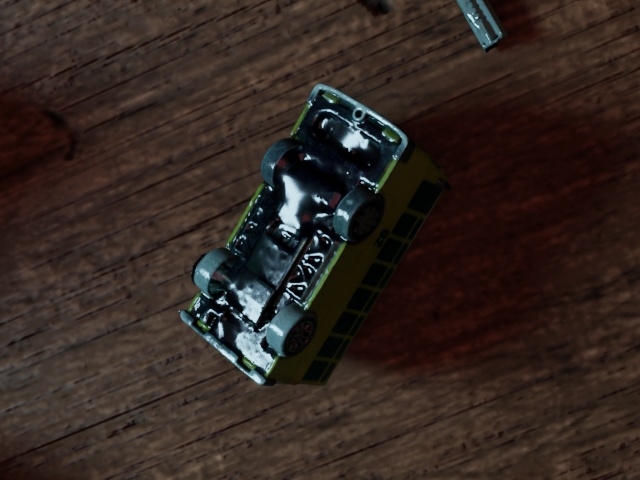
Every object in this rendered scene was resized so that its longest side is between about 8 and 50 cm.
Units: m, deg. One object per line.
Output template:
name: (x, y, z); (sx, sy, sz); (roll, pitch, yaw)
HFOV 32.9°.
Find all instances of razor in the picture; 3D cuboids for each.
razor: (0.061, -0.216, 0.695); (0.084, 0.036, 0.211); (-29, 99, 32)

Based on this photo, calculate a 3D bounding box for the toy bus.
toy bus: (0.000, 0.000, 0.685); (0.088, 0.101, 0.175); (36, 99, 32)
